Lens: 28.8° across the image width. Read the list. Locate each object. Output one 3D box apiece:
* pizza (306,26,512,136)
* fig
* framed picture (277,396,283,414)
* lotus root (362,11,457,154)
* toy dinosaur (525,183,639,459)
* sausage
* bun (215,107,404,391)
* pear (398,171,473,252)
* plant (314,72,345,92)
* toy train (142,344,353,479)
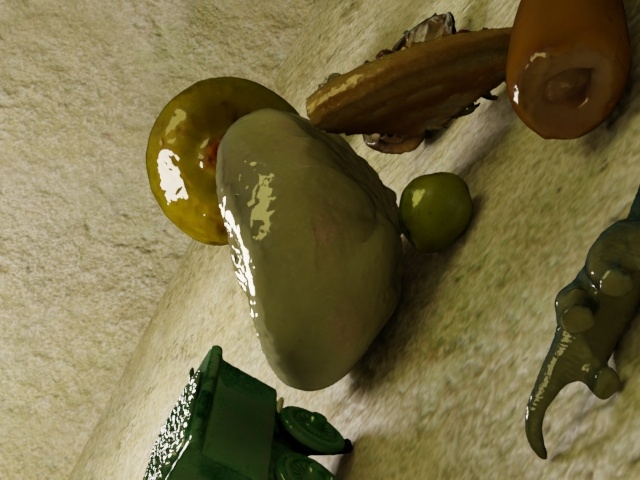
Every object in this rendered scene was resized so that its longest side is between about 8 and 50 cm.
[{"bbox_3d":[0.125,-0.194,1.548,0.289,0.081,0.229,-21,-16,2],"label":"pizza"},{"bbox_3d":[-0.171,-0.155,2.419,0.343,0.343,0.343,-56,13,20],"label":"fig"},{"bbox_3d":[-0.101,0.320,1.751,0.142,0.011,0.183,-54,13,29],"label":"framed picture"},{"bbox_3d":[0.149,-0.231,1.867,0.167,0.078,0.329,-25,28,30],"label":"lotus root"},{"bbox_3d":[0.222,0.042,0.991,0.247,0.075,0.188,-63,1,16],"label":"toy dinosaur"},{"bbox_3d":[0.259,-0.227,1.300,0.354,0.116,0.134,-71,-6,-57],"label":"sausage"},{"bbox_3d":[0.000,0.000,1.537,0.213,0.361,0.361,-17,18,2],"label":"bun"},{"bbox_3d":[0.129,-0.033,1.441,0.092,0.092,0.097,-41,22,58],"label":"pear"},{"bbox_3d":[0.049,-0.236,2.221,0.104,0.116,0.122,112,157,-50],"label":"plant"},{"bbox_3d":[-0.078,0.251,1.357,0.145,0.202,0.266,-59,9,17],"label":"toy train"}]
